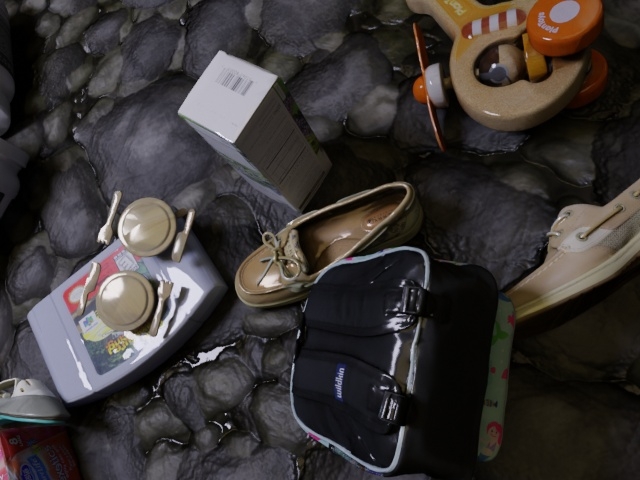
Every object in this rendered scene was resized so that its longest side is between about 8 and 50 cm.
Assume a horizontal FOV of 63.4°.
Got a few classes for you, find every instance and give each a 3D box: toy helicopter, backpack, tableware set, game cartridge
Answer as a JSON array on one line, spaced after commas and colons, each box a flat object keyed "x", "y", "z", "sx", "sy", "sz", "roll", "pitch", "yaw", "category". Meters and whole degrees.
[{"x": 0.208, "y": -0.282, "z": 0.735, "sx": 0.235, "sy": 0.140, "sz": 0.355, "roll": -36, "pitch": 55, "yaw": 13, "category": "toy helicopter"}, {"x": 0.076, "y": 0.127, "z": 0.574, "sx": 0.254, "sy": 0.191, "sz": 0.225, "roll": -10, "pitch": 66, "yaw": 56, "category": "backpack"}, {"x": -0.260, "y": 0.034, "z": 0.747, "sx": 0.128, "sy": 0.039, "sz": 0.194, "roll": 14, "pitch": 83, "yaw": 8, "category": "tableware set"}, {"x": -0.292, "y": 0.105, "z": 0.781, "sx": 0.294, "sy": 0.060, "sz": 0.196, "roll": -39, "pitch": 70, "yaw": 2, "category": "game cartridge"}]

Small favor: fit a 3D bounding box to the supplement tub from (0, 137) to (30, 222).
[{"x": -0.637, "y": -0.065, "z": 0.864, "sx": 0.191, "sy": 0.191, "sz": 0.272, "roll": 21, "pitch": 80, "yaw": 22, "category": "supplement tub"}]

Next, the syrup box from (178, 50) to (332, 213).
[{"x": -0.073, "y": -0.130, "z": 0.688, "sx": 0.093, "sy": 0.237, "sz": 0.096, "roll": 31, "pitch": 85, "yaw": 23, "category": "syrup box"}]

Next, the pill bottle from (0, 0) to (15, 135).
[{"x": -0.674, "y": -0.341, "z": 0.981, "sx": 0.161, "sy": 0.161, "sz": 0.283, "roll": -22, "pitch": 68, "yaw": 9, "category": "pill bottle"}]

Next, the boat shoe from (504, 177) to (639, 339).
[{"x": 0.313, "y": 0.009, "z": 0.602, "sx": 0.302, "sy": 0.109, "sz": 0.098, "roll": -32, "pitch": 61, "yaw": -1, "category": "boat shoe"}]

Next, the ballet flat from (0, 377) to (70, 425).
[{"x": -0.437, "y": 0.232, "z": 0.751, "sx": 0.213, "sy": 0.072, "sz": 0.068, "roll": -14, "pitch": 64, "yaw": 31, "category": "ballet flat"}]

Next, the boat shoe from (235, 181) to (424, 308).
[{"x": 0.000, "y": 0.000, "z": 0.704, "sx": 0.285, "sy": 0.089, "sz": 0.104, "roll": -29, "pitch": 67, "yaw": 6, "category": "boat shoe"}]

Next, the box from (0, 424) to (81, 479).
[{"x": -0.474, "y": 0.371, "z": 0.707, "sx": 0.257, "sy": 0.128, "sz": 0.122, "roll": -33, "pitch": 67, "yaw": 5, "category": "box"}]
